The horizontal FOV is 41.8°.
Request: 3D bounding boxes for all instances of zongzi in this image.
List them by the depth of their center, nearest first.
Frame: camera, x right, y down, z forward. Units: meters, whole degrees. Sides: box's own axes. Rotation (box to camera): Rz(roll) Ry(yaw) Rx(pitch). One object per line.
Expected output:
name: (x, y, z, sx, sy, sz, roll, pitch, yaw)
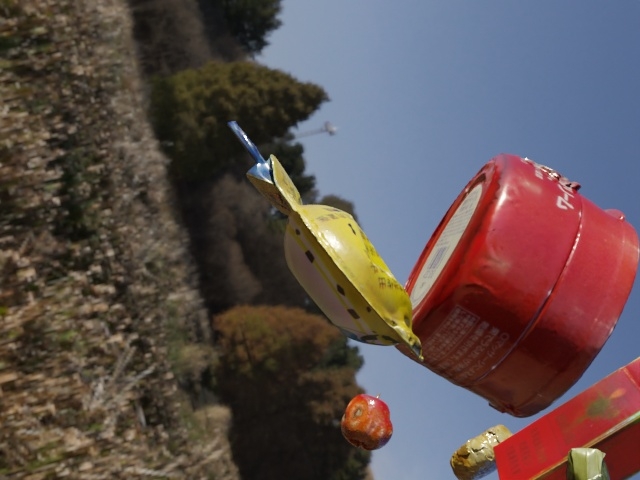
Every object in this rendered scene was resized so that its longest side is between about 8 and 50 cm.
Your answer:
zongzi: (0.348, 0.336, 1.069, 0.109, 0.055, 0.119, 59, 23, -53)

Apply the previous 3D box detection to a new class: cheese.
cheese: (0.000, 0.000, 0.674, 0.250, 0.064, 0.156, 53, 1, 28)

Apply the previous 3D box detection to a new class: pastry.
pastry: (0.340, 0.448, 1.751, 0.081, 0.153, 0.153, 59, -12, 16)

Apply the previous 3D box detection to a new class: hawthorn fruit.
hawthorn fruit: (0.077, 0.282, 1.318, 0.093, 0.093, 0.093, 165, -90, -83)

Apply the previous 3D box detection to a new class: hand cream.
hand cream: (0.176, 0.041, 0.802, 0.230, 0.149, 0.230, -62, -178, 4)

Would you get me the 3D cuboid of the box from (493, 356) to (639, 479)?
box: (0.439, 0.326, 1.358, 0.089, 0.313, 0.197, 54, 11, -2)
